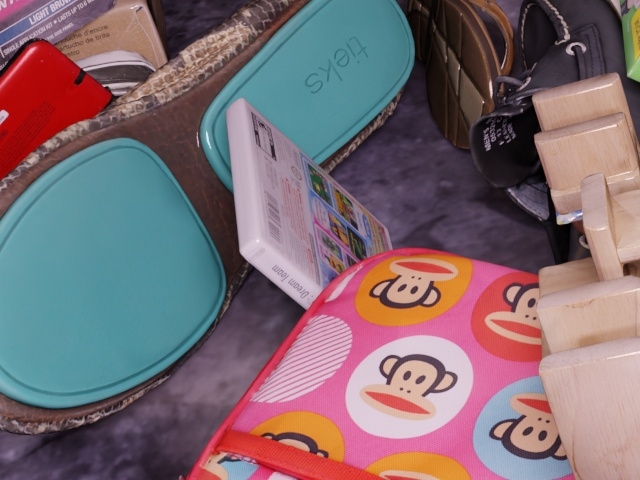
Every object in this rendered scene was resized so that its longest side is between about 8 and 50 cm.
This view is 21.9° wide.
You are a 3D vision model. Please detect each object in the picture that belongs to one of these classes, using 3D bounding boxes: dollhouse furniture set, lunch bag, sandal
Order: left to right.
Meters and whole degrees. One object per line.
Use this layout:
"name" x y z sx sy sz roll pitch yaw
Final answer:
"sandal" 0.107 -0.140 1.201 0.060 0.090 0.219 2 26 -11
"lunch bag" 0.084 0.139 0.791 0.293 0.120 0.258 15 51 34
"dollhouse furniture set" 0.220 0.028 0.720 0.242 0.161 0.212 -13 33 15

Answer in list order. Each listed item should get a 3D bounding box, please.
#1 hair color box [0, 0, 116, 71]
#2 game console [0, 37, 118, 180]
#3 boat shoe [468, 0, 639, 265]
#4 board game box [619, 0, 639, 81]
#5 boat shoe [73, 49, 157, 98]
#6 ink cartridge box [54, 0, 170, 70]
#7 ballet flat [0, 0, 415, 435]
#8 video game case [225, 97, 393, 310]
"hair color box" -0.287 -0.277 1.154 0.174 0.347 0.105 -35 45 -17
"game console" -0.215 -0.069 1.149 0.144 0.124 0.085 -50 43 0
"boat shoe" 0.150 -0.056 1.013 0.113 0.127 0.340 -6 44 -5
"board game box" 0.292 -0.162 1.064 0.213 0.046 0.317 22 37 -10
"boat shoe" -0.220 -0.084 1.245 0.219 0.078 0.070 -21 34 -9
"ink cartridge box" -0.248 -0.171 1.366 0.234 0.088 0.193 -17 37 1
"ballet flat" -0.113 -0.026 1.086 0.182 0.164 0.483 -15 23 43
"video game case" 0.000 0.000 0.992 0.019 0.143 0.157 -38 31 18
